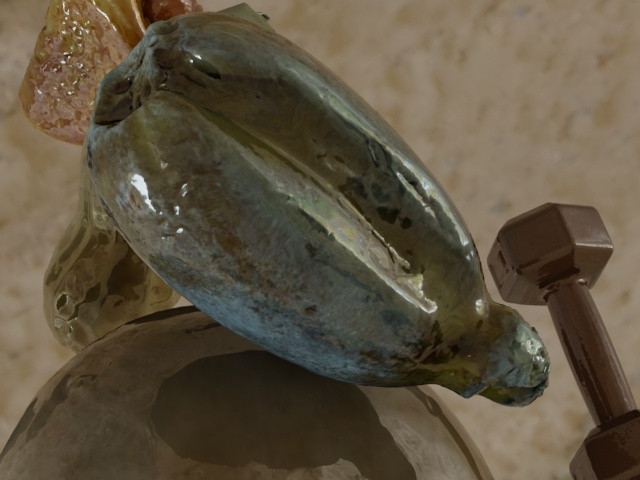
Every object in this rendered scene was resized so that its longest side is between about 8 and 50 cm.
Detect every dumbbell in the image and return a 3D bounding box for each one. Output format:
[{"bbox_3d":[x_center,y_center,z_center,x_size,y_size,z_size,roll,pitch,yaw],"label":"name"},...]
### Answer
[{"bbox_3d":[0.194,0.084,1.341,0.082,0.231,0.092,-13,154,-14],"label":"dumbbell"}]

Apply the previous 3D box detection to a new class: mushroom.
[{"bbox_3d":[-0.053,0.224,1.229,0.362,0.362,0.294,-11,155,-32],"label":"mushroom"}]

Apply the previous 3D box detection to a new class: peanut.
[{"bbox_3d":[-0.164,-0.033,1.723,0.136,0.120,0.298,2,110,-51],"label":"peanut"}]

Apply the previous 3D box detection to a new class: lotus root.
[{"bbox_3d":[0.000,0.000,1.125,0.322,0.158,0.140,40,147,-20],"label":"lotus root"}]

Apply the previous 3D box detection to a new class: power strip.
[{"bbox_3d":[-0.073,-0.144,1.339,0.090,0.040,0.016,-25,151,-39],"label":"power strip"}]

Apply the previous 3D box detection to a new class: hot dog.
[{"bbox_3d":[-0.195,-0.184,1.865,0.150,0.153,0.257,-54,177,-40],"label":"hot dog"}]
